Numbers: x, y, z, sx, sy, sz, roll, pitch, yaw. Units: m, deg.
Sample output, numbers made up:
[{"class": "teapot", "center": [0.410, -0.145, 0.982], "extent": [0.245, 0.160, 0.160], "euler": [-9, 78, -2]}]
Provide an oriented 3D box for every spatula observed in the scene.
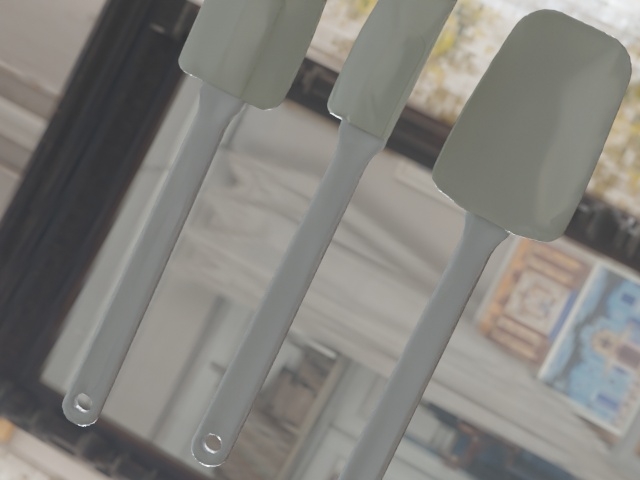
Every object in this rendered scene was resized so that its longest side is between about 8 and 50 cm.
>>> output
[{"class": "spatula", "center": [0.000, 0.000, 0.589], "extent": [0.242, 0.168, 0.019], "euler": [-65, -7, 13]}]
